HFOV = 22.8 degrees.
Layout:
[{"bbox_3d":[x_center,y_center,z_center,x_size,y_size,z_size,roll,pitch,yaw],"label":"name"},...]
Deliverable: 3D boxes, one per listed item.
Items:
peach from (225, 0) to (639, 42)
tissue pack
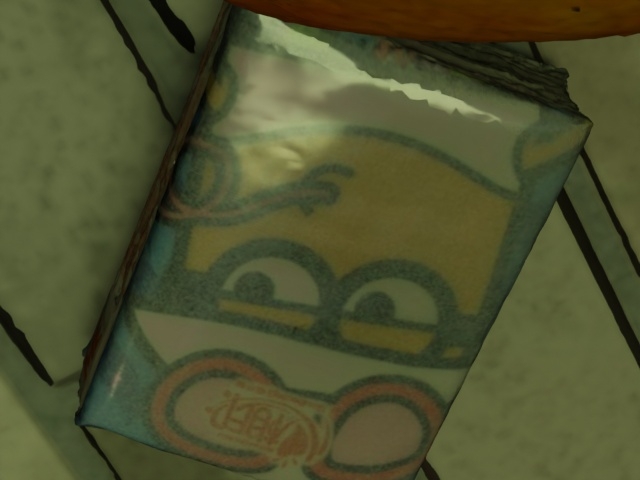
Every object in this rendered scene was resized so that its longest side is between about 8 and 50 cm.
[{"bbox_3d":[0.079,-0.189,0.324,0.380,0.242,0.306,-32,110,9],"label":"peach"},{"bbox_3d":[0.000,0.000,0.502,0.115,0.065,0.155,20,113,-13],"label":"tissue pack"}]
